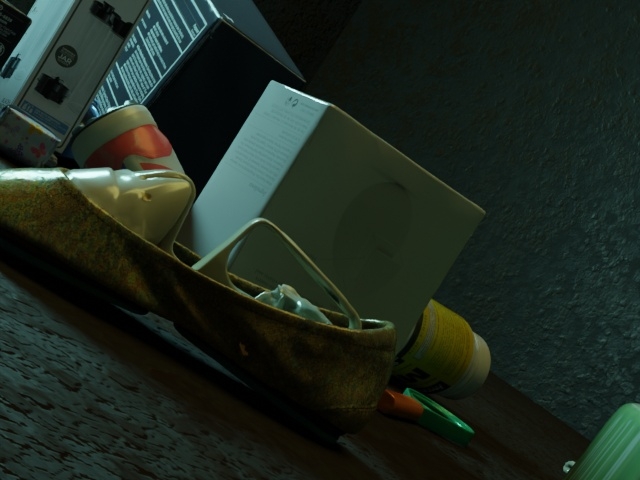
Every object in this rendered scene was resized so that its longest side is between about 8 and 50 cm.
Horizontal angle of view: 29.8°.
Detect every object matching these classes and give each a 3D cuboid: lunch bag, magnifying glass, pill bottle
[{"bbox_3d":[-0.328,-0.113,1.321,0.071,0.053,0.083,34,-8,-17],"label":"lunch bag"},{"bbox_3d":[0.107,0.187,1.310,0.092,0.026,0.231,34,0,27],"label":"magnifying glass"},{"bbox_3d":[0.129,0.134,1.584,0.208,0.119,0.119,31,3,-43],"label":"pill bottle"}]

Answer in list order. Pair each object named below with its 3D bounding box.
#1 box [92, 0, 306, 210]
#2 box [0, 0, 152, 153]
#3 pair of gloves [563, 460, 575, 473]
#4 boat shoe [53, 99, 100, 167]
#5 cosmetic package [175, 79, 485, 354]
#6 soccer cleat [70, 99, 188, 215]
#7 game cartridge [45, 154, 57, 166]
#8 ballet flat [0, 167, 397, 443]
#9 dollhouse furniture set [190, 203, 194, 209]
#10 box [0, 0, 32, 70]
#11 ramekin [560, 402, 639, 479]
[{"bbox_3d":[-0.211,-0.235,1.785,0.182,0.294,0.296,31,19,-36],"label":"box"},{"bbox_3d":[-0.319,-0.266,1.544,0.087,0.290,0.169,32,-6,-31],"label":"box"},{"bbox_3d":[0.406,0.364,1.431,0.204,0.042,0.240,36,2,-31],"label":"pair of gloves"},{"bbox_3d":[-0.356,-0.161,1.674,0.089,0.109,0.258,30,20,-38],"label":"boat shoe"},{"bbox_3d":[0.000,0.000,1.199,0.224,0.225,0.138,32,-1,-33],"label":"cosmetic package"},{"bbox_3d":[-0.183,-0.043,1.258,0.116,0.108,0.318,59,-8,9],"label":"soccer cleat"},{"bbox_3d":[-0.361,-0.118,1.461,0.083,0.017,0.056,32,5,-26],"label":"game cartridge"},{"bbox_3d":[-0.094,0.017,0.863,0.348,0.123,0.123,32,2,-12],"label":"ballet flat"},{"bbox_3d":[-0.052,-0.034,1.672,0.303,0.198,0.286,34,2,37],"label":"dollhouse furniture set"},{"bbox_3d":[-0.478,-0.270,1.452,0.165,0.143,0.270,32,1,-32],"label":"box"},{"bbox_3d":[0.347,0.274,1.058,0.303,0.148,0.303,33,2,-1],"label":"ramekin"}]
